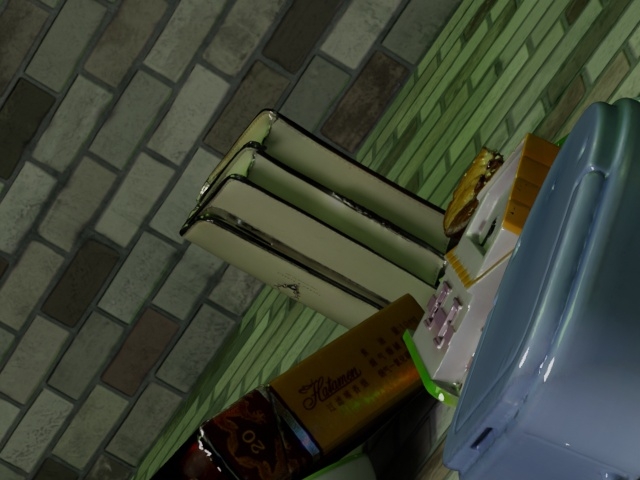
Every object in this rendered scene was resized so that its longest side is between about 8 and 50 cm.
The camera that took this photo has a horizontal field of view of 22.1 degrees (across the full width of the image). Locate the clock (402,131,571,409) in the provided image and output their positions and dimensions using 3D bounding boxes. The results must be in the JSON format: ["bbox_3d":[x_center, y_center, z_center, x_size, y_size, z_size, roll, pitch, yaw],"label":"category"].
[{"bbox_3d":[0.232,0.029,1.727,0.235,0.166,0.309,-108,43,-77],"label":"clock"}]

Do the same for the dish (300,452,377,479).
[{"bbox_3d":[-0.047,0.393,1.945,0.324,0.124,0.324,-32,-14,-9],"label":"dish"}]

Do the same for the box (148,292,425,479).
[{"bbox_3d":[-0.040,0.244,2.041,0.415,0.116,0.264,-29,-12,-43],"label":"box"}]

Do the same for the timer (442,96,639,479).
[{"bbox_3d":[0.260,0.048,1.437,0.395,0.173,0.395,21,-90,-88],"label":"timer"}]

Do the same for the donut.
[{"bbox_3d":[0.232,-0.048,2.155,0.141,0.085,0.217,-57,9,10],"label":"donut"}]

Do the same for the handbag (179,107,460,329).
[{"bbox_3d":[0.000,0.000,2.353,0.237,0.358,0.160,-44,19,55],"label":"handbag"}]
